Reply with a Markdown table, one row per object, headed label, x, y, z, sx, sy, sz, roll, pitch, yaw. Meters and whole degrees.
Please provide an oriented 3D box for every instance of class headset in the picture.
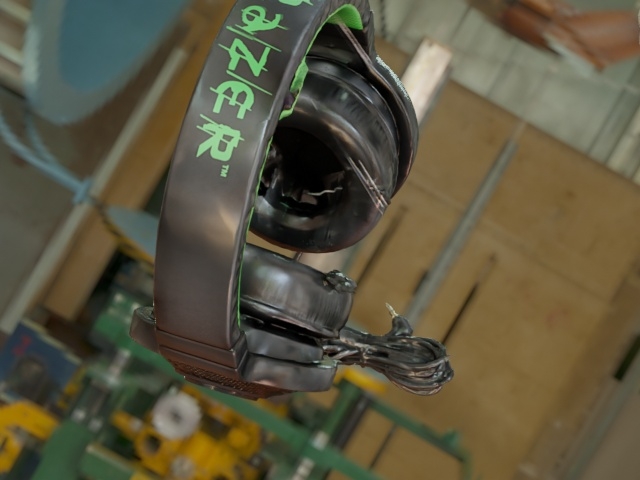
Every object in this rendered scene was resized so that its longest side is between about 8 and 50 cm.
| label | x | y | z | sx | sy | sz | roll | pitch | yaw |
| --- | --- | --- | --- | --- | --- | --- | --- | --- | --- |
| headset | 0.000 | 0.000 | 1.011 | 0.185 | 0.243 | 0.394 | 17 | -24 | 10 |

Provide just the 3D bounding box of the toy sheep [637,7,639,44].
| label | x | y | z | sx | sy | sz | roll | pitch | yaw |
| --- | --- | --- | --- | --- | --- | --- | --- | --- | --- |
| toy sheep | 0.260 | -0.154 | 1.101 | 0.091 | 0.132 | 0.091 | 6 | 41 | -5 |
